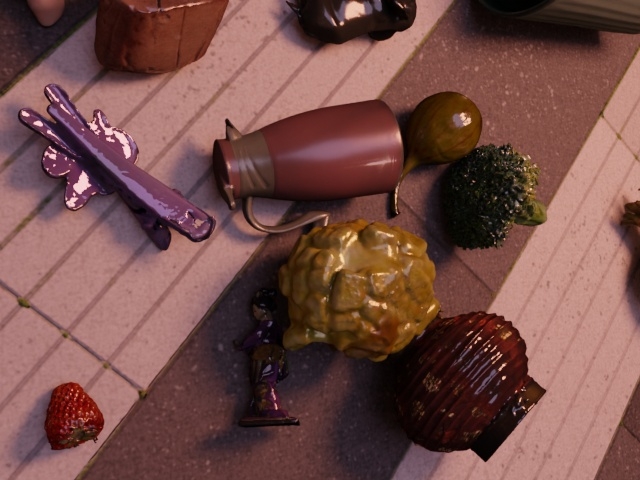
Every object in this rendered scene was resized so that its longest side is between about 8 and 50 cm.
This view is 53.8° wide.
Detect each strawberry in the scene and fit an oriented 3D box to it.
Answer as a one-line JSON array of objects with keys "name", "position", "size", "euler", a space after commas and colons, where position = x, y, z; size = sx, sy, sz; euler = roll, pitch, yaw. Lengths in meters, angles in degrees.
[{"name": "strawberry", "position": [-0.312, 0.220, 0.792], "size": [0.073, 0.073, 0.083], "euler": [-16, 55, -27]}]

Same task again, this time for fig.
[{"name": "fig", "position": [0.178, -0.143, 1.073], "size": [0.124, 0.124, 0.236], "euler": [35, 93, -19]}]

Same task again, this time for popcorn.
[{"name": "popcorn", "position": [0.053, 0.078, 0.893], "size": [0.235, 0.181, 0.216], "euler": [28, 82, -35]}]

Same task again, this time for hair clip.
[{"name": "hair clip", "position": [-0.271, -0.079, 0.838], "size": [0.278, 0.090, 0.137], "euler": [39, 66, -12]}]

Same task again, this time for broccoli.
[{"name": "broccoli", "position": [0.315, -0.069, 1.094], "size": [0.194, 0.194, 0.219], "euler": [9, 50, -25]}]

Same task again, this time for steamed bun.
[{"name": "steamed bun", "position": [-0.221, -0.301, 0.855], "size": [0.175, 0.145, 0.106], "euler": [-28, 78, -39]}]

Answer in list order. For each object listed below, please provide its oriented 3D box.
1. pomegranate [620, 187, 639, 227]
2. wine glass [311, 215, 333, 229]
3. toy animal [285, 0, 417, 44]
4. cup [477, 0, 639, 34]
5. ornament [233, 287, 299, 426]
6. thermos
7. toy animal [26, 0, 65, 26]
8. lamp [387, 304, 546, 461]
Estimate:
[{"name": "pomegranate", "position": [0.735, 0.037, 1.275], "size": [0.286, 0.231, 0.231], "euler": [22, 72, 8]}, {"name": "wine glass", "position": [0.000, 0.000, 0.987], "size": [0.042, 0.039, 0.083], "euler": [15, 74, -13]}, {"name": "toy animal", "position": [0.063, -0.399, 1.040], "size": [0.245, 0.114, 0.146], "euler": [-21, 86, -6]}, {"name": "cup", "position": [0.499, -0.590, 1.171], "size": [0.392, 0.310, 0.401], "euler": [0, 85, -32]}, {"name": "ornament", "position": [-0.086, 0.170, 0.908], "size": [0.081, 0.088, 0.203], "euler": [-9, 74, -4]}, {"name": "thermos", "position": [-0.025, -0.108, 0.938], "size": [0.265, 0.146, 0.176], "euler": [-13, 101, -18]}, {"name": "toy animal", "position": [-0.332, -0.451, 0.793], "size": [0.213, 0.195, 0.256], "euler": [41, 70, -8]}, {"name": "lamp", "position": [0.209, 0.210, 0.964], "size": [0.247, 0.247, 0.247], "euler": [4, 82, -26]}]
